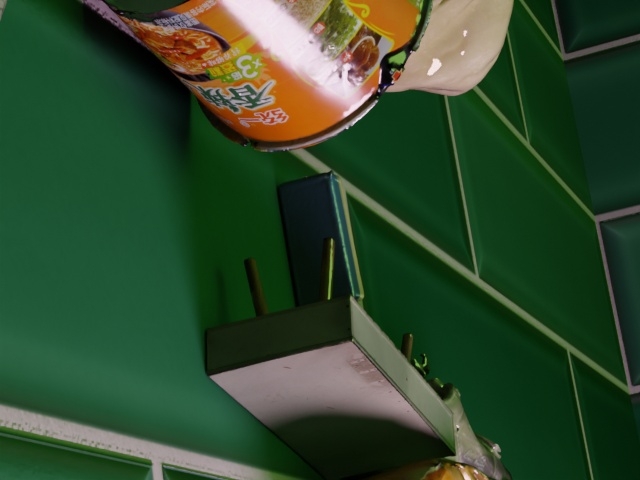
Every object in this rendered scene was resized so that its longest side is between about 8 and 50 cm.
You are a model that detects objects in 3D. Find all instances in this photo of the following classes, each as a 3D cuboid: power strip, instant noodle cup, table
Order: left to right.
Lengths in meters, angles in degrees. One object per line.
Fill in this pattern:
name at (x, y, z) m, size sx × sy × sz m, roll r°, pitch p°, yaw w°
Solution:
instant noodle cup at (-0.055, -0.207, 1.252) m, size 0.182 × 0.230 × 0.230 m, roll 36°, pitch 43°, yaw -50°
power strip at (0.000, 0.000, 1.489) m, size 0.032 × 0.056 × 0.123 m, roll 21°, pitch 56°, yaw -66°
table at (0.012, 0.095, 1.354) m, size 0.240 × 0.122 × 0.111 m, roll 50°, pitch 31°, yaw -54°

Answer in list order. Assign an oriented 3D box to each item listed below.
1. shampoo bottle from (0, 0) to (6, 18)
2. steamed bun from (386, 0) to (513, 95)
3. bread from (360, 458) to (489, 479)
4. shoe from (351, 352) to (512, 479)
shampoo bottle at (-0.216, -0.080, 0.901) m, size 0.204 × 0.065 × 0.065 m, roll -85°, pitch 154°, yaw -45°
steamed bun at (0.034, -0.279, 1.508) m, size 0.203 × 0.276 × 0.289 m, roll -20°, pitch 121°, yaw -61°
bread at (0.087, 0.307, 1.341) m, size 0.227 × 0.142 × 0.253 m, roll -20°, pitch 84°, yaw -57°
shoe at (0.113, 0.185, 1.593) m, size 0.293 × 0.109 × 0.149 m, roll 24°, pitch 59°, yaw -62°
